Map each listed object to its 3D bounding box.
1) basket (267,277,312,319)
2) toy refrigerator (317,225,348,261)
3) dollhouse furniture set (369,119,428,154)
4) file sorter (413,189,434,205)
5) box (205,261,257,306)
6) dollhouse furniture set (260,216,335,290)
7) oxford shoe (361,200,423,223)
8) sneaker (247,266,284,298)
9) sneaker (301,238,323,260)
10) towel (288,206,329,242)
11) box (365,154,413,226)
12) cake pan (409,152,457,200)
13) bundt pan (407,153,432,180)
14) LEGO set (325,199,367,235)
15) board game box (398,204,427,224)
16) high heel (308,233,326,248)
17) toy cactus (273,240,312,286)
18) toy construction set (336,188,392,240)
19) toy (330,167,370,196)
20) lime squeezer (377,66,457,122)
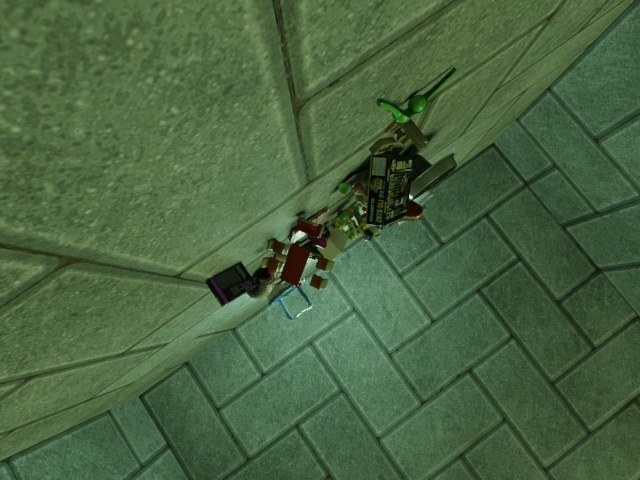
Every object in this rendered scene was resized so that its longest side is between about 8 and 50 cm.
[{"bbox_3d":[-0.183,0.296,2.306,0.201,0.289,0.255,-22,167,-41],"label":"basket"},{"bbox_3d":[0.068,0.009,2.135,0.094,0.102,0.269,-39,-172,21],"label":"toy refrigerator"},{"bbox_3d":[0.265,-0.306,1.339,0.151,0.123,0.144,-42,169,38],"label":"dollhouse furniture set"},{"bbox_3d":[0.442,-0.234,2.245,0.173,0.193,0.277,-28,169,-30],"label":"file sorter"},{"bbox_3d":[-0.339,0.166,1.558,0.162,0.116,0.029,-30,171,-36],"label":"box"},{"bbox_3d":[-0.080,0.044,1.570,0.135,0.262,0.259,4,106,-74],"label":"dollhouse furniture set"},{"bbox_3d":[0.384,-0.139,2.106,0.364,0.132,0.130,14,-124,48],"label":"oxford shoe"},{"bbox_3d":[-0.282,0.191,2.023,0.112,0.121,0.299,13,138,-40],"label":"sneaker"},{"bbox_3d":[-0.038,0.054,2.123,0.283,0.124,0.107,-26,167,-49],"label":"sneaker"},{"bbox_3d":[-0.049,-0.068,1.747,0.197,0.029,0.144,-36,172,-19],"label":"towel"},{"bbox_3d":[0.276,-0.205,1.586,0.079,0.257,0.322,8,-165,27],"label":"box"},{"bbox_3d":[0.492,-0.276,1.822,0.293,0.054,0.293,-36,172,-6],"label":"cake pan"},{"bbox_3d":[0.369,-0.283,1.899,0.331,0.124,0.331,-34,172,-6],"label":"bundt pan"},{"bbox_3d":[0.166,-0.119,2.045,0.287,0.107,0.132,-37,172,8],"label":"LEGO set"},{"bbox_3d":[0.512,-0.144,2.265,0.154,0.026,0.103,-23,166,-37],"label":"board game box"},{"bbox_3d":[0.000,0.000,2.000,0.082,0.117,0.244,-36,172,-4],"label":"high heel"},{"bbox_3d":[-0.134,0.100,1.916,0.180,0.219,0.112,16,171,-33],"label":"toy cactus"},{"bbox_3d":[0.196,-0.114,1.824,0.151,0.215,0.327,-29,169,-26],"label":"toy construction set"},{"bbox_3d":[0.152,-0.221,1.599,0.137,0.056,0.237,-41,171,39],"label":"toy"},{"bbox_3d":[0.256,-0.393,1.133,0.310,0.059,0.110,-30,140,-26],"label":"lime squeezer"}]
